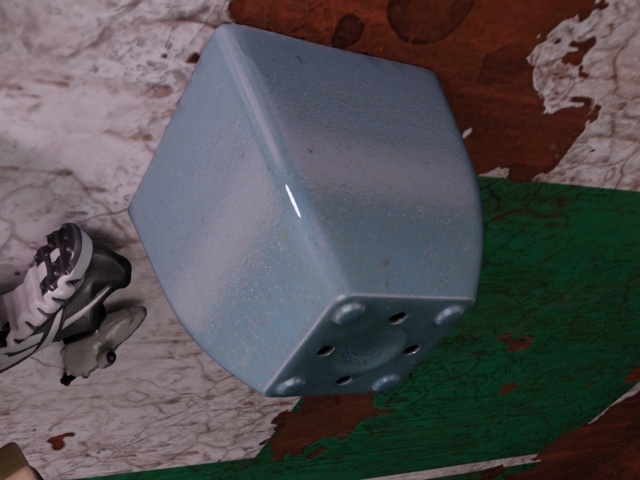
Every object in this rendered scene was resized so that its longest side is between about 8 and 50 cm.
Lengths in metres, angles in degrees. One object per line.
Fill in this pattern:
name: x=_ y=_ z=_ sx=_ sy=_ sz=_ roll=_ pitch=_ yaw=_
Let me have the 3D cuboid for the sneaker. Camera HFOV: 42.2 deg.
sneaker: x=-0.279 y=0.081 z=0.854 sx=0.234 sy=0.078 sz=0.106 roll=-42 pitch=139 yaw=22

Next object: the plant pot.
plant pot: x=0.000 y=0.000 z=0.754 sx=0.247 sy=0.252 sz=0.247 roll=5 pitch=138 yaw=-34

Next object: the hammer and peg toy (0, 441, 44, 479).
hammer and peg toy: x=-0.337 y=0.153 z=0.680 sx=0.127 sy=0.361 sz=0.266 roll=-31 pitch=152 yaw=-25

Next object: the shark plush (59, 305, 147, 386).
shark plush: x=-0.258 y=0.134 z=0.964 sx=0.067 sy=0.073 sz=0.161 roll=-29 pitch=157 yaw=-53
